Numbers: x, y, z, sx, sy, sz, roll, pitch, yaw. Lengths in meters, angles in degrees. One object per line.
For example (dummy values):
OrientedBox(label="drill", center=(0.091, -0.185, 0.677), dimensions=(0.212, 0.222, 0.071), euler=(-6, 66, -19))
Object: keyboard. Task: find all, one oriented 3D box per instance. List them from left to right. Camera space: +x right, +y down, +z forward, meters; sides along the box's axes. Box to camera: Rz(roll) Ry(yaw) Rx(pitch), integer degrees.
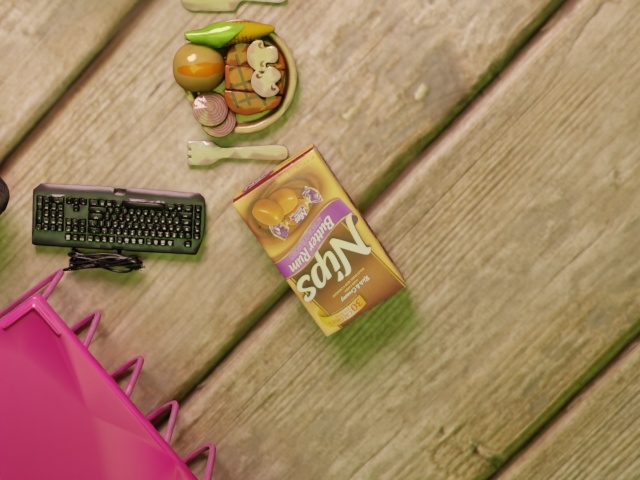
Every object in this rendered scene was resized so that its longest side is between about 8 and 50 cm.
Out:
OrientedBox(label="keyboard", center=(-0.225, -0.008, 1.277), dimensions=(0.192, 0.038, 0.100), euler=(3, 104, 0))

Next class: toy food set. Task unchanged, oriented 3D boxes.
OrientedBox(label="toy food set", center=(-0.091, -0.174, 1.236), dimensions=(0.132, 0.038, 0.192), euler=(-2, 104, 0))

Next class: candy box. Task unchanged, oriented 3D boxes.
OrientedBox(label="candy box", center=(0.000, 0.000, 1.273), dimensions=(0.109, 0.053, 0.186), euler=(-34, 103, 7))

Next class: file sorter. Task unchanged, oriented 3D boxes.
OrientedBox(label="file sorter", center=(-0.276, 0.204, 1.254), dimensions=(0.202, 0.182, 0.290), euler=(-36, 102, 7))

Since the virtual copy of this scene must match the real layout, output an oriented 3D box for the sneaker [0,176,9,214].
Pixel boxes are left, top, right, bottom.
OrientedBox(label="sneaker", center=(-0.477, -0.025, 1.248), dimensions=(0.281, 0.106, 0.162), euler=(16, 109, 6))
